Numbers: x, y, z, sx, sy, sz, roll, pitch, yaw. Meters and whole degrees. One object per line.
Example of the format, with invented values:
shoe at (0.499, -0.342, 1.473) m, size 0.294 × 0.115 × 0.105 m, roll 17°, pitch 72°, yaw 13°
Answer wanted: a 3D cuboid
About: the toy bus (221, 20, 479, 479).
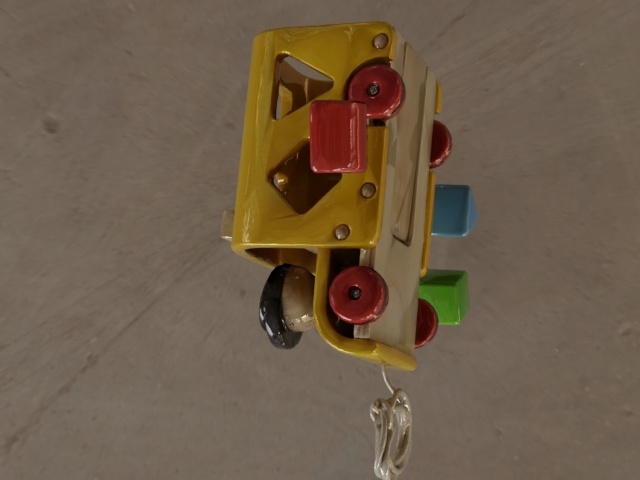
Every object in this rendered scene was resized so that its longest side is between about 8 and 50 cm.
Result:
toy bus at (0.003, -0.011, 0.582) m, size 0.104 × 0.202 × 0.191 m, roll 1°, pitch 122°, yaw 23°
